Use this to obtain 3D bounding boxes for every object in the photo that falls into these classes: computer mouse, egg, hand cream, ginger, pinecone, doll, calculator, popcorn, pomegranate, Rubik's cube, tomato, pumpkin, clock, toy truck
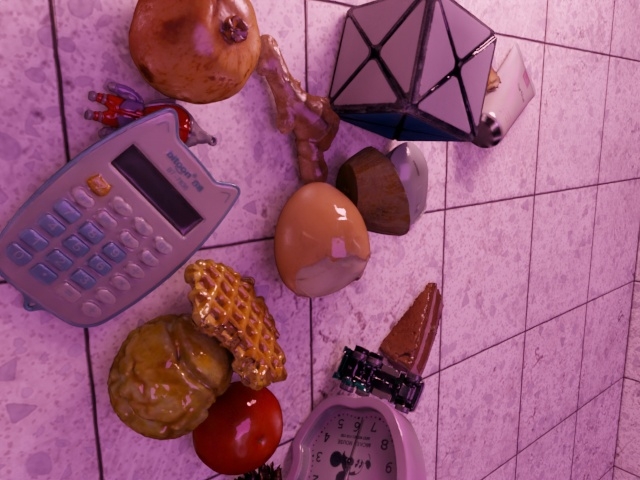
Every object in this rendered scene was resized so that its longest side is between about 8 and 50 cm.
[{"bbox_3d":[0.227,-0.139,1.356,0.128,0.079,0.231,-37,123,-27],"label":"computer mouse"},{"bbox_3d":[0.000,0.000,1.108,0.201,0.201,0.244,-8,92,-39],"label":"egg"},{"bbox_3d":[0.542,-0.414,1.552,0.359,0.118,0.185,-50,119,-29],"label":"hand cream"},{"bbox_3d":[-0.041,-0.266,1.104,0.148,0.081,0.334,-38,121,-10],"label":"ginger"},{"bbox_3d":[-0.133,0.550,1.153,0.120,0.140,0.140,-2,102,-7],"label":"pinecone"},{"bbox_3d":[-0.281,-0.199,0.909,0.227,0.075,0.102,8,94,-37],"label":"doll"},{"bbox_3d":[-0.334,-0.024,0.875,0.386,0.054,0.256,-45,126,-10],"label":"calculator"},{"bbox_3d":[-0.265,0.236,0.942,0.221,0.183,0.204,-37,90,-26],"label":"popcorn"},{"bbox_3d":[-0.202,-0.332,0.865,0.215,0.215,0.215,-9,104,-39],"label":"pomegranate"},{"bbox_3d":[0.203,-0.370,1.170,0.259,0.260,0.255,10,93,-44],"label":"Rubik's cube"},{"bbox_3d":[-0.162,0.383,1.082,0.195,0.136,0.195,-8,103,-39],"label":"tomato"},{"bbox_3d":[0.100,-0.096,1.185,0.110,0.217,0.217,-19,112,-12],"label":"pumpkin"},{"bbox_3d":[0.074,0.520,1.186,0.102,0.338,0.338,43,71,-39],"label":"clock"},{"bbox_3d":[0.141,0.340,1.311,0.216,0.116,0.110,23,81,2],"label":"toy truck"}]

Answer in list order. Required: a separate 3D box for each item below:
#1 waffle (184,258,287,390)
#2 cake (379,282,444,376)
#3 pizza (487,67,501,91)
[{"bbox_3d":[-0.150,0.153,0.980,0.051,0.291,0.291,-31,125,11],"label":"waffle"},{"bbox_3d":[0.264,0.246,1.466,0.295,0.113,0.116,-55,134,-33],"label":"cake"},{"bbox_3d":[0.385,-0.449,1.435,0.226,0.069,0.147,-28,102,-28],"label":"pizza"}]
